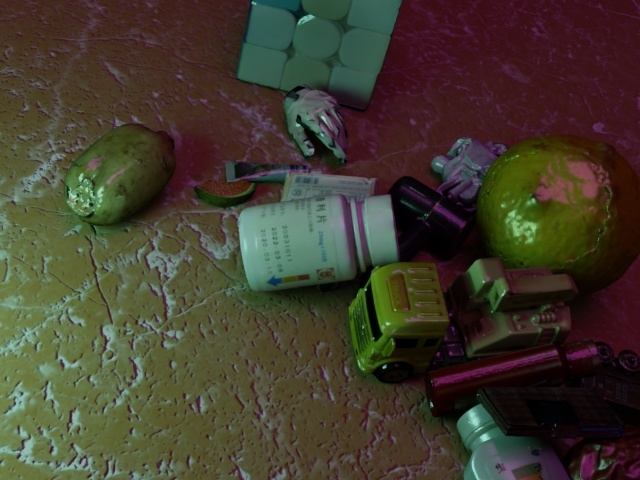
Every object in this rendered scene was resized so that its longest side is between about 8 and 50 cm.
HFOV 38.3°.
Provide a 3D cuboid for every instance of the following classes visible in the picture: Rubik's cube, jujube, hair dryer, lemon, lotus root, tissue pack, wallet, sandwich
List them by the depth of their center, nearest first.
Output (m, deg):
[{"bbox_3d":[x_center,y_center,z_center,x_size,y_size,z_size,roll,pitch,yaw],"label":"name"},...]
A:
[{"bbox_3d":[0.394,0.292,1.582,0.230,0.042,0.124,6,22,-19],"label":"wallet"},{"bbox_3d":[0.542,0.411,1.605,0.250,0.174,0.174,-10,50,-12],"label":"jujube"},{"bbox_3d":[-0.389,-0.141,1.840,0.160,0.146,0.284,44,44,0],"label":"lotus root"},{"bbox_3d":[0.018,-0.062,1.908,0.196,0.092,0.148,4,44,8],"label":"tissue pack"},{"bbox_3d":[0.154,0.010,1.913,0.189,0.107,0.352,34,52,19],"label":"hair dryer"},{"bbox_3d":[0.501,-0.050,1.914,0.350,0.350,0.387,47,11,25],"label":"lemon"},{"bbox_3d":[-0.197,-0.100,1.943,0.135,0.029,0.067,-5,44,-21],"label":"sandwich"},{"bbox_3d":[0.007,-0.580,2.249,0.347,0.346,0.344,15,44,-5],"label":"Rubik's cube"}]

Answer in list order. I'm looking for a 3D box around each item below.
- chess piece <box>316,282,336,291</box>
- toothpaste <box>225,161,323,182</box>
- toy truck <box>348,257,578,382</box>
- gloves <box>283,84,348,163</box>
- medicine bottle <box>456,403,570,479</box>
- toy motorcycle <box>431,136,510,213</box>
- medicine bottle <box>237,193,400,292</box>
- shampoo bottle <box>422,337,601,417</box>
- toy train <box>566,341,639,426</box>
[{"bbox_3d":[-0.001,0.058,1.851,0.042,0.042,0.093,-4,44,-22],"label":"chess piece"},{"bbox_3d":[-0.100,-0.147,2.017,0.216,0.037,0.062,1,48,-11],"label":"toothpaste"},{"bbox_3d":[0.270,0.141,1.717,0.405,0.254,0.180,1,52,-13],"label":"toy truck"},{"bbox_3d":[0.000,-0.266,2.117,0.127,0.111,0.212,-14,46,-35],"label":"gloves"},{"bbox_3d":[0.340,0.419,1.563,0.161,0.111,0.296,-10,50,-16],"label":"medicine bottle"},{"bbox_3d":[0.335,-0.156,2.129,0.171,0.110,0.260,19,49,23],"label":"toy motorcycle"},{"bbox_3d":[0.000,0.000,1.754,0.293,0.170,0.170,-7,47,4],"label":"medicine bottle"},{"bbox_3d":[0.344,0.244,1.664,0.314,0.118,0.076,-12,53,-4],"label":"shampoo bottle"},{"bbox_3d":[0.585,0.286,1.791,0.225,0.090,0.137,17,52,-2],"label":"toy train"}]
